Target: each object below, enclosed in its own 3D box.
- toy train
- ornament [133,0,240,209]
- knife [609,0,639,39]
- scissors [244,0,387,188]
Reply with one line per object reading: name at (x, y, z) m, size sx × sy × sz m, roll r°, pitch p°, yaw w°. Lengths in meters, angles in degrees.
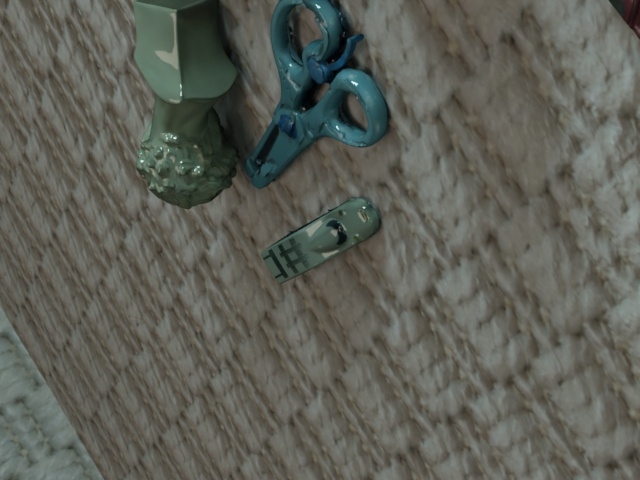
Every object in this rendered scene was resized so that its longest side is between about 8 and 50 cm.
toy train at (0.000, 0.000, 1.977) m, size 0.052 × 0.051 × 0.234 m, roll 58°, pitch 156°, yaw -2°
ornament at (-0.159, -0.159, 2.027) m, size 0.120 × 0.130 × 0.285 m, roll 29°, pitch 142°, yaw 29°
knife at (0.239, -0.188, 1.344) m, size 0.247 × 0.018 × 0.035 m, roll 51°, pitch 141°, yaw 4°
scissors at (-0.027, -0.139, 1.905) m, size 0.180 × 0.032 × 0.393 m, roll 59°, pitch 156°, yaw 7°
